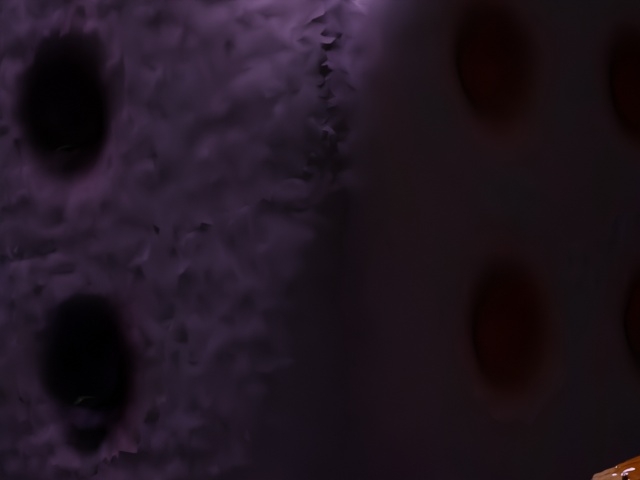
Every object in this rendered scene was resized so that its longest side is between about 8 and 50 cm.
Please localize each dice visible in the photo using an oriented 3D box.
[{"bbox_3d":[0.000,0.000,0.545,0.194,0.192,0.193,-5,-2,44],"label":"dice"}]

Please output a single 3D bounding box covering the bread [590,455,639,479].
[{"bbox_3d":[0.094,0.060,0.366,0.083,0.036,0.047,-7,-1,17],"label":"bread"}]
